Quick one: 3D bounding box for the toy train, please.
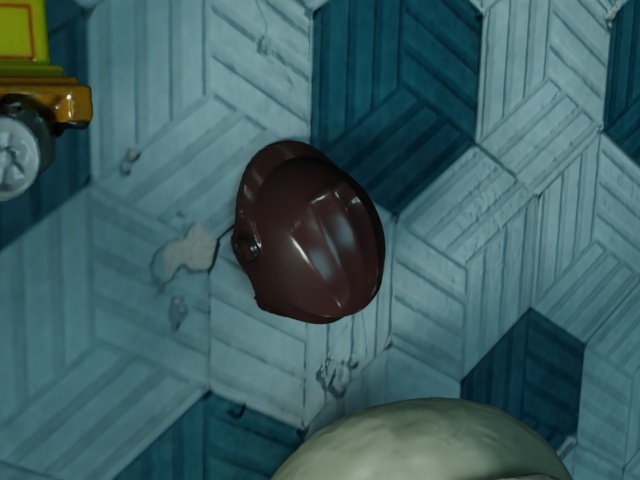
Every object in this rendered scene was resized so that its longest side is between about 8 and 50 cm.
[{"bbox_3d":[-0.202,-0.078,0.579,0.219,0.089,0.127,-7,96,-44],"label":"toy train"}]

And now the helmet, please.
[{"bbox_3d":[0.000,0.000,0.815,0.098,0.070,0.123,-34,125,-33],"label":"helmet"}]

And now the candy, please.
[{"bbox_3d":[0.056,0.236,0.865,0.295,0.185,0.296,-12,116,-26],"label":"candy"}]
